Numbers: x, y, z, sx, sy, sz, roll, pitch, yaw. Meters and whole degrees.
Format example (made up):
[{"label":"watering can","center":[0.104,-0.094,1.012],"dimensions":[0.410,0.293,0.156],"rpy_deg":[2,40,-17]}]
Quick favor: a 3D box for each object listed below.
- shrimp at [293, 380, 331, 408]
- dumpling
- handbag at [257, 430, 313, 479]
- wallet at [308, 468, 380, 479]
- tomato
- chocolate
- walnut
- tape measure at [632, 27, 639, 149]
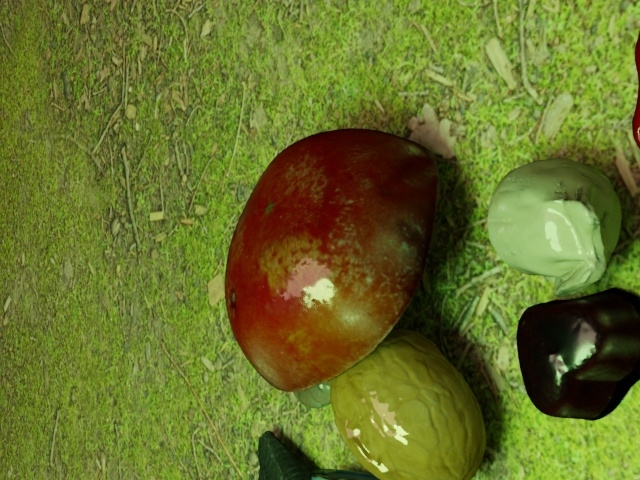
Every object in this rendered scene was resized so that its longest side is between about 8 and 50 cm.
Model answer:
[{"label":"shrimp","center":[0.024,0.115,1.253],"dimensions":[0.254,0.059,0.145],"rpy_deg":[-58,39,39]},{"label":"dumpling","center":[0.231,-0.010,0.958],"dimensions":[0.199,0.118,0.136],"rpy_deg":[-124,27,-78]},{"label":"handbag","center":[-0.053,0.413,1.331],"dimensions":[0.175,0.088,0.271],"rpy_deg":[17,102,59]},{"label":"wallet","center":[0.051,0.390,1.199],"dimensions":[0.141,0.059,0.202],"rpy_deg":[-6,85,41]},{"label":"tomato","center":[-0.012,-0.003,1.131],"dimensions":[0.338,0.143,0.338],"rpy_deg":[-41,33,34]},{"label":"chocolate","center":[0.248,0.101,0.957],"dimensions":[0.125,0.080,0.149],"rpy_deg":[55,131,35]},{"label":"walnut","center":[0.098,0.193,1.085],"dimensions":[0.207,0.159,0.159],"rpy_deg":[55,130,26]},{"label":"tape measure","center":[0.371,-0.178,0.782],"dimensions":[0.260,0.114,0.253],"rpy_deg":[4,93,51]}]
